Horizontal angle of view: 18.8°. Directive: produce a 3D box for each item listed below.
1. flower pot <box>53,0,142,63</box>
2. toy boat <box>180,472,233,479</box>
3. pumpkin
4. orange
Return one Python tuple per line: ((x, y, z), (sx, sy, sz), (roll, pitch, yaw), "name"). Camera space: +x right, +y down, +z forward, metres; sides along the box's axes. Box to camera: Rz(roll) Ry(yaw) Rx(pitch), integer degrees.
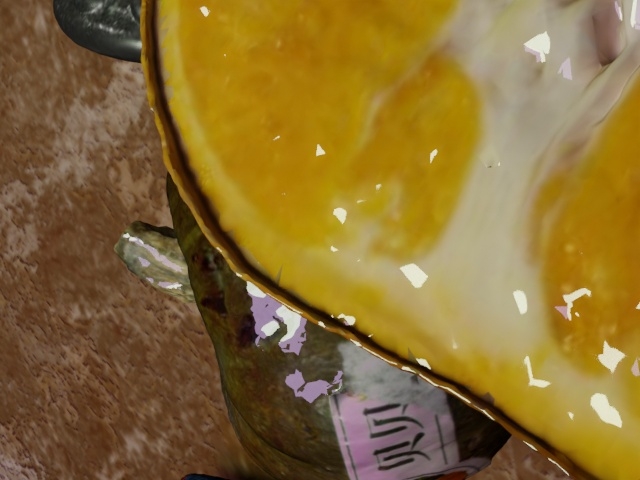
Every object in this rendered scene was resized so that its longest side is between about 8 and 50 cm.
((-0.027, -0.220, 0.770), (0.266, 0.266, 0.267), (15, 120, 42), "flower pot")
((-0.040, 0.252, 1.297), (0.219, 0.072, 0.318), (58, 152, -3), "toy boat")
((-0.003, 0.001, 0.922), (0.260, 0.189, 0.260), (170, 90, -85), "pumpkin")
((0.104, -0.056, 0.555), (0.310, 0.274, 0.274), (22, 133, 68), "orange")
